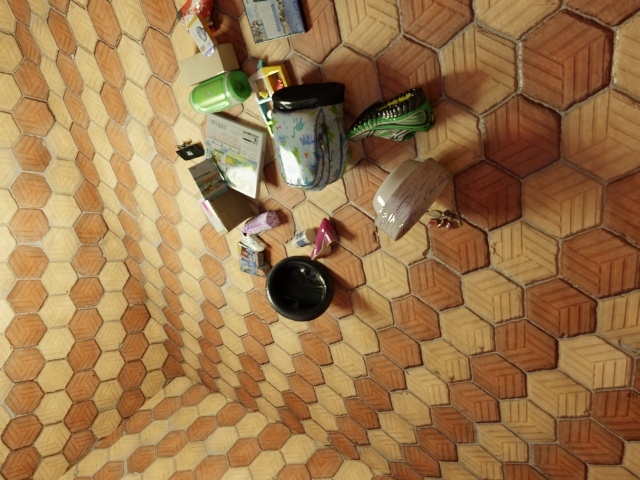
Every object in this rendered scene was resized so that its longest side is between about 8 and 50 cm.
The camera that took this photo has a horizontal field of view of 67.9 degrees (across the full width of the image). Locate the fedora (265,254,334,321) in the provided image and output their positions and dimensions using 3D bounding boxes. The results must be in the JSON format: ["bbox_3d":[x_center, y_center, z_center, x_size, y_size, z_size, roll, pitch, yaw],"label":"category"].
[{"bbox_3d":[-0.090,0.237,2.238,0.334,0.334,0.152,32,167,20],"label":"fedora"}]

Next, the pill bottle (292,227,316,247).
[{"bbox_3d":[-0.077,-0.007,2.142,0.120,0.067,0.067,-27,100,49],"label":"pill bottle"}]

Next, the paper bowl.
[{"bbox_3d":[0.282,-0.148,1.548,0.148,0.284,0.284,40,139,14],"label":"paper bowl"}]

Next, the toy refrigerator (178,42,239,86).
[{"bbox_3d":[-0.454,-0.711,1.931,0.269,0.094,0.102,-2,112,42],"label":"toy refrigerator"}]

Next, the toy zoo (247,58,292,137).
[{"bbox_3d":[-0.175,-0.554,1.843,0.192,0.030,0.293,-1,119,42],"label":"toy zoo"}]

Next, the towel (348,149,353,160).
[{"bbox_3d":[0.044,-0.334,1.821,0.152,0.023,0.113,-20,106,48],"label":"towel"}]

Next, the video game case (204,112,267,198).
[{"bbox_3d":[-0.386,-0.381,2.115,0.329,0.036,0.300,26,121,25],"label":"video game case"}]

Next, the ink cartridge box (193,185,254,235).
[{"bbox_3d":[-0.455,-0.169,2.263,0.088,0.193,0.235,-21,104,48],"label":"ink cartridge box"}]

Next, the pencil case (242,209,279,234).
[{"bbox_3d":[-0.280,-0.080,2.254,0.206,0.088,0.086,-17,111,48],"label":"pencil case"}]

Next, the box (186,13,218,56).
[{"bbox_3d":[-0.442,-0.769,1.793,0.081,0.028,0.136,-16,110,45],"label":"box"}]

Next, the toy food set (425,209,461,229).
[{"bbox_3d":[0.430,-0.071,1.677,0.122,0.019,0.078,0,119,42],"label":"toy food set"}]

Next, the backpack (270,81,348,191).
[{"bbox_3d":[-0.035,-0.356,1.714,0.290,0.273,0.356,11,134,33],"label":"backpack"}]

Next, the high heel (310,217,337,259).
[{"bbox_3d":[0.000,0.000,2.093,0.244,0.082,0.117,123,132,-61],"label":"high heel"}]

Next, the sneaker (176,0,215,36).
[{"bbox_3d":[-0.435,-0.867,1.800,0.270,0.090,0.145,-22,108,48],"label":"sneaker"}]

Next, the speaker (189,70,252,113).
[{"bbox_3d":[-0.413,-0.602,1.949,0.296,0.131,0.131,-2,118,42],"label":"speaker"}]

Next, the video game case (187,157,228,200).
[{"bbox_3d":[-0.510,-0.277,2.154,0.166,0.119,0.015,62,167,0],"label":"video game case"}]

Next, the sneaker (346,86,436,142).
[{"bbox_3d":[0.219,-0.370,1.555,0.343,0.134,0.146,-3,134,52],"label":"sneaker"}]

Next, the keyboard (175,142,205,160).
[{"bbox_3d":[-0.647,-0.451,2.356,0.192,0.038,0.100,-4,140,42],"label":"keyboard"}]

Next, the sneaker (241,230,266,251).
[{"bbox_3d":[-0.340,-0.003,2.389,0.161,0.057,0.075,26,140,30],"label":"sneaker"}]

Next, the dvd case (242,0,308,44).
[{"bbox_3d":[-0.164,-0.797,1.657,0.253,0.022,0.180,7,125,38],"label":"dvd case"}]

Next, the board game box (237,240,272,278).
[{"bbox_3d":[-0.335,0.109,2.469,0.194,0.060,0.194,24,133,26],"label":"board game box"}]
